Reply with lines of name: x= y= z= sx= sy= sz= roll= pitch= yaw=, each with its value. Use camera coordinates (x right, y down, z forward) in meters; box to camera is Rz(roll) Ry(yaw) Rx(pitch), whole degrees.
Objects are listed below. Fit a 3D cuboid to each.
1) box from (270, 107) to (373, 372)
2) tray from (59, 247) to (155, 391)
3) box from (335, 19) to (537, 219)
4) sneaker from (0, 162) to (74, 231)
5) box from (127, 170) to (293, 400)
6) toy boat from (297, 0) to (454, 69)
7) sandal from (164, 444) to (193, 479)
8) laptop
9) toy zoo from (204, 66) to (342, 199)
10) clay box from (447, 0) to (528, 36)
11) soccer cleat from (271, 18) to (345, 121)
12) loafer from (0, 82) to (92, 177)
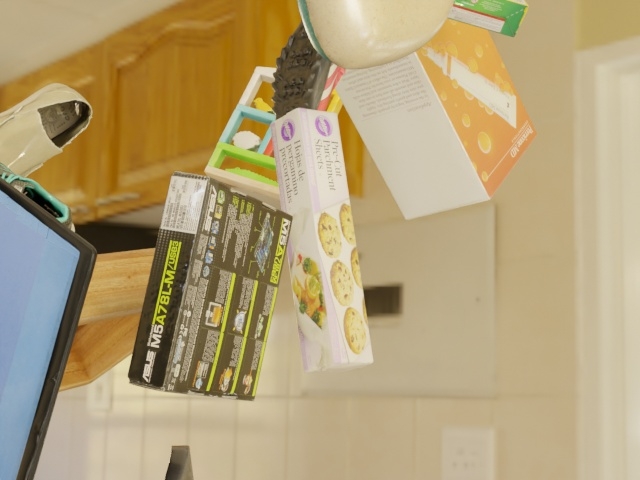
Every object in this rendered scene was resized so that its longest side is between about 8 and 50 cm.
box: x=0.000 y=0.000 z=1.432 sx=0.067 sy=0.324 sz=0.063 roll=4 pitch=-18 yaw=-39
tray: x=-0.303 y=0.094 z=1.117 sx=0.203 sy=0.076 sz=0.411 roll=-36 pitch=-12 yaw=25
box: x=0.164 y=-0.242 z=1.823 sx=0.168 sy=0.345 sz=0.215 roll=-13 pitch=25 yaw=40
sneaker: x=-0.338 y=-0.055 z=1.280 sx=0.166 sy=0.065 sz=0.076 roll=30 pitch=-25 yaw=-10
box: x=-0.096 y=0.048 z=1.074 sx=0.045 sy=0.190 sz=0.184 roll=9 pitch=-5 yaw=21
toy boat: x=0.046 y=-0.368 z=1.383 sx=0.148 sy=0.318 sz=0.267 roll=1 pitch=20 yaw=41
sandal: x=-0.168 y=0.299 z=1.189 sx=0.055 sy=0.097 sz=0.254 roll=2 pitch=30 yaw=4
laptop: x=-0.290 y=0.057 z=0.714 sx=0.264 sy=0.234 sz=0.136 roll=16 pitch=14 yaw=-11
toy zoo: x=-0.078 y=-0.224 z=2.255 sx=0.192 sy=0.293 sz=0.030 roll=19 pitch=-20 yaw=19
clay box: x=0.193 y=-0.361 z=1.606 sx=0.127 sy=0.053 sz=0.222 roll=13 pitch=31 yaw=-16
soccer cleat: x=0.020 y=-0.279 z=1.595 sx=0.116 sy=0.318 sz=0.109 roll=21 pitch=-16 yaw=-37
loafer: x=-0.455 y=-0.156 z=1.795 sx=0.092 sy=0.268 sz=0.102 roll=5 pitch=-47 yaw=42
